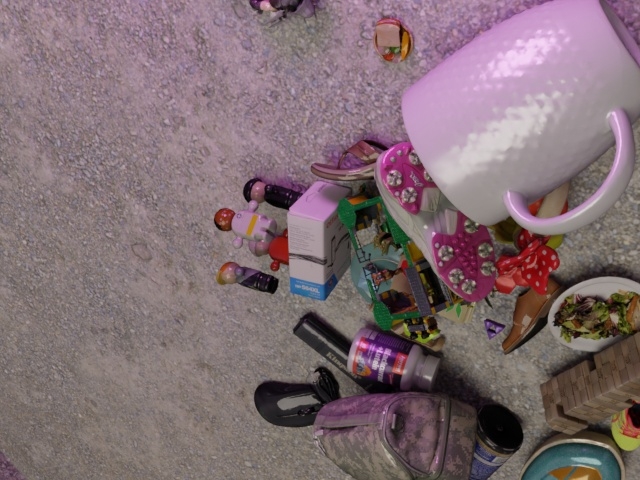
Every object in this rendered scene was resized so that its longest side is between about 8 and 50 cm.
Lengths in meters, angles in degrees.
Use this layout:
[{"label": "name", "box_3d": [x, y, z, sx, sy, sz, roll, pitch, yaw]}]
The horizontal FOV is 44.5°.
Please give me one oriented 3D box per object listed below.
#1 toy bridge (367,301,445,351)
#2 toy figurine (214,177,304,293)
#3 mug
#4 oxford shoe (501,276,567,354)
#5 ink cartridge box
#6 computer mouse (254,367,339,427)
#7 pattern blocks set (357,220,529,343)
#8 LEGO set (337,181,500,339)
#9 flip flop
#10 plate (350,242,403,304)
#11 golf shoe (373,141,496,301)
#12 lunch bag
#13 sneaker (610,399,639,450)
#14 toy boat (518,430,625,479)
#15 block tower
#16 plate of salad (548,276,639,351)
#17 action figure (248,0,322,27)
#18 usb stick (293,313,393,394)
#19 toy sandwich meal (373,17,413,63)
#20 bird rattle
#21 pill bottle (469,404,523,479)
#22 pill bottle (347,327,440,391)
[{"label": "toy bridge", "box_3d": [0.184, 0.192, 1.749, 0.188, 0.026, 0.063, 32, 151, -5]}, {"label": "toy figurine", "box_3d": [-0.131, -0.009, 1.671, 0.148, 0.209, 0.213, 15, 126, 25]}, {"label": "mug", "box_3d": [0.348, -0.181, 1.219, 0.328, 0.374, 0.276, -34, 141, 31]}, {"label": "oxford shoe", "box_3d": [0.423, 0.151, 1.595, 0.076, 0.076, 0.212, 46, 131, 25]}, {"label": "ink cartridge box", "box_3d": [0.000, 0.000, 1.647, 0.086, 0.148, 0.203, 15, 127, 20]}, {"label": "computer mouse", "box_3d": [-0.069, 0.424, 2.018, 0.272, 0.072, 0.188, -10, 117, 32]}, {"label": "pattern blocks set", "box_3d": [0.245, 0.084, 1.620, 0.325, 0.026, 0.285, 32, 116, 14]}, {"label": "LEGO set", "box_3d": [0.199, 0.011, 1.534, 0.255, 0.192, 0.331, -34, 78, 59]}, {"label": "flip flop", "box_3d": [0.111, -0.160, 1.523, 0.277, 0.112, 0.080, -5, 93, 32]}, {"label": "plate", "box_3d": [0.149, 0.088, 1.711, 0.188, 0.024, 0.188, 14, 126, 20]}, {"label": "golf shoe", "box_3d": [0.194, -0.033, 1.341, 0.306, 0.115, 0.140, 58, 170, -10]}, {"label": "lunch bag", "box_3d": [0.156, 0.436, 1.743, 0.256, 0.212, 0.305, 27, 154, -24]}, {"label": "sneaker", "box_3d": [0.640, 0.364, 1.598, 0.081, 0.094, 0.208, 11, 127, 18]}, {"label": "toy boat", "box_3d": [0.607, 0.558, 1.709, 0.318, 0.148, 0.267, 31, 130, 6]}, {"label": "block tower", "box_3d": [0.577, 0.277, 1.541, 0.091, 0.097, 0.335, 20, 137, -23]}, {"label": "plate of salad", "box_3d": [0.542, 0.151, 1.506, 0.200, 0.048, 0.200, 2, 129, 2]}, {"label": "action figure", "box_3d": [-0.098, -0.506, 1.399, 0.185, 0.099, 0.285, -35, 105, 32]}, {"label": "usb stick", "box_3d": [0.055, 0.278, 1.873, 0.278, 0.045, 0.077, 38, 129, -1]}, {"label": "toy sandwich meal", "box_3d": [0.129, -0.360, 1.417, 0.086, 0.029, 0.085, 13, 126, 19]}, {"label": "bird rattle", "box_3d": [0.375, -0.036, 1.384, 0.143, 0.253, 0.207, 24, 105, 11]}, {"label": "pill bottle", "box_3d": [0.361, 0.484, 1.803, 0.123, 0.123, 0.219, 33, 130, 4]}, {"label": "pill bottle", "box_3d": [0.167, 0.275, 1.772, 0.193, 0.108, 0.108, 16, 127, 16]}]
